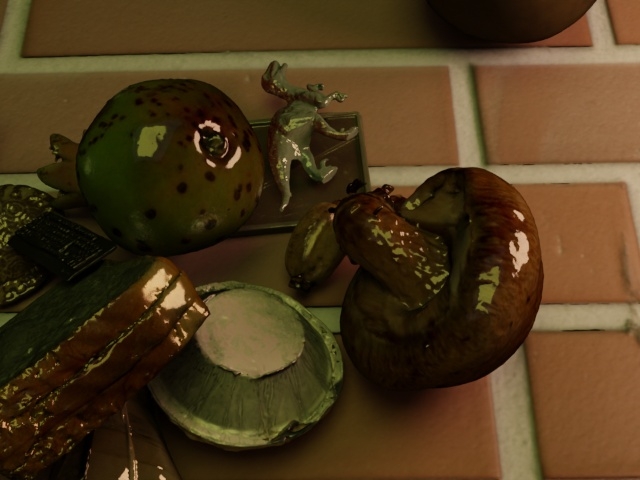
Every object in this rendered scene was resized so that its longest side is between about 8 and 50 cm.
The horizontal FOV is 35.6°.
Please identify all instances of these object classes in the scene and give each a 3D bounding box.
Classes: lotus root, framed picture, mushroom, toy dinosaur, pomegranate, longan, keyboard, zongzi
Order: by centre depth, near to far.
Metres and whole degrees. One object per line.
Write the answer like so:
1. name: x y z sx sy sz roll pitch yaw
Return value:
1. zongzi: -0.186 0.241 1.077 0.197 0.099 0.194 17 44 -14
2. mushroom: 0.129 0.037 1.135 0.263 0.195 0.283 -48 56 14
3. keyboard: -0.315 0.002 1.199 0.074 0.015 0.196 -33 30 -26
4. pomegranate: -0.199 -0.097 1.228 0.231 0.230 0.286 -39 32 -22
5. lotus root: 0.000 0.000 1.242 0.072 0.063 0.152 37 66 -7
6. toy dinosaur: -0.040 -0.136 1.319 0.167 0.053 0.242 20 60 14
7. framed picture: -0.063 -0.090 1.331 0.260 0.023 0.189 -6 56 -3
8. longan: 0.276 -0.438 1.414 0.319 0.319 0.318 -1 56 1

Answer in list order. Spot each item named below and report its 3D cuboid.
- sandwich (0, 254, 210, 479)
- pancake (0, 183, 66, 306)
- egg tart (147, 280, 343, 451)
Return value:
1. sandwich: -0.274 0.119 1.046 0.271 0.301 0.099 -45 108 -25
2. pancake: -0.418 0.006 1.275 0.199 0.021 0.199 0 56 1
3. egg tart: -0.086 0.126 1.121 0.234 0.094 0.234 6 46 -6
